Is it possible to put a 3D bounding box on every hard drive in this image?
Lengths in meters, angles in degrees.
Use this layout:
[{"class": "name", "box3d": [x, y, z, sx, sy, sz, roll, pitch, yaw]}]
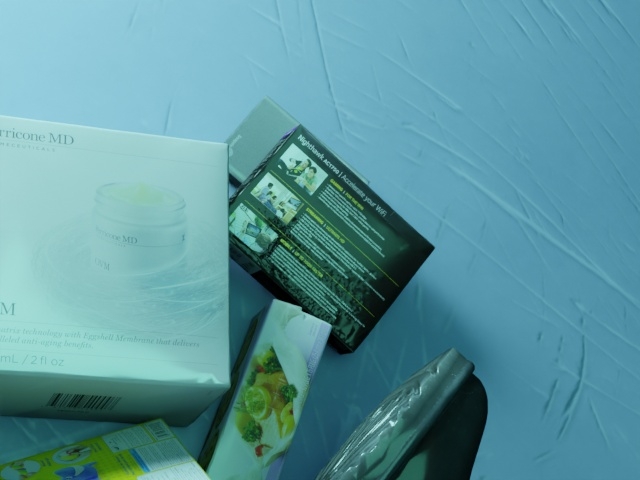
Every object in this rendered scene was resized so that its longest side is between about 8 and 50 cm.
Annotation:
[{"class": "hard drive", "box3d": [-0.030, -0.066, 1.316, 0.135, 0.022, 0.094, 40, 61, -3]}]

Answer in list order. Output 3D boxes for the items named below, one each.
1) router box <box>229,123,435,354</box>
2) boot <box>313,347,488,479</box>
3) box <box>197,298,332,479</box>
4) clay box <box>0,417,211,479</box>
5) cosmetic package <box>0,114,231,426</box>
[{"class": "router box", "box3d": [0.000, 0.000, 1.264, 0.179, 0.046, 0.133, 43, 72, -8]}, {"class": "boot", "box3d": [0.150, 0.358, 1.054, 0.445, 0.146, 0.367, 40, 72, 0]}, {"class": "box", "box3d": [-0.074, 0.206, 1.166, 0.063, 0.067, 0.324, 25, 63, -10]}, {"class": "clay box", "box3d": [-0.206, 0.217, 1.070, 0.222, 0.127, 0.053, -15, 114, -22]}, {"class": "cosmetic package", "box3d": [-0.200, 0.028, 1.147, 0.224, 0.138, 0.224, 6, 66, -20]}]
